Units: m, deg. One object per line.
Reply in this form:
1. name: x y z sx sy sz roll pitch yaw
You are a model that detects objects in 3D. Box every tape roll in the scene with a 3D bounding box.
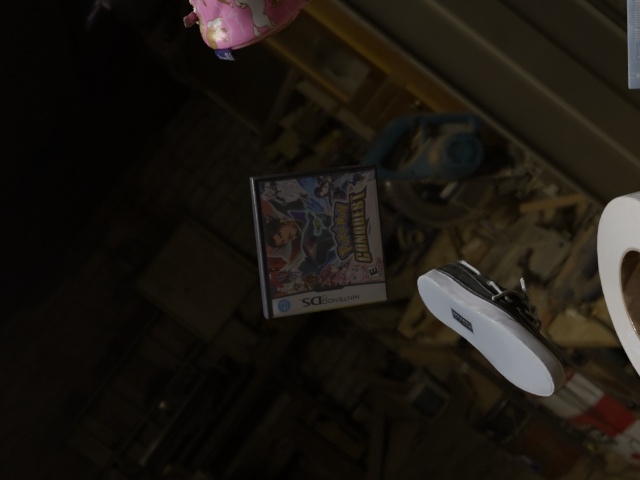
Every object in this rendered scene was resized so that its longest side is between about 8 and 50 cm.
1. tape roll: 0.593 0.103 1.613 0.072 0.392 0.392 -15 1 -6

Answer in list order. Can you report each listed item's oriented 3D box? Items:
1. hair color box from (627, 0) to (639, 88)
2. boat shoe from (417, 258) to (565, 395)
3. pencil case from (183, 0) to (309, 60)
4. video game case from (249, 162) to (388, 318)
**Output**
1. hair color box: 0.615 -0.479 1.699 0.374 0.113 0.185 70 -151 -43
2. boat shoe: 0.270 0.116 1.392 0.105 0.113 0.306 -28 30 -17
3. pencil case: -0.161 -0.416 1.132 0.167 0.386 0.160 -33 25 -3
4. video game case: 0.000 0.000 1.821 0.035 0.248 0.275 -156 60 -74
